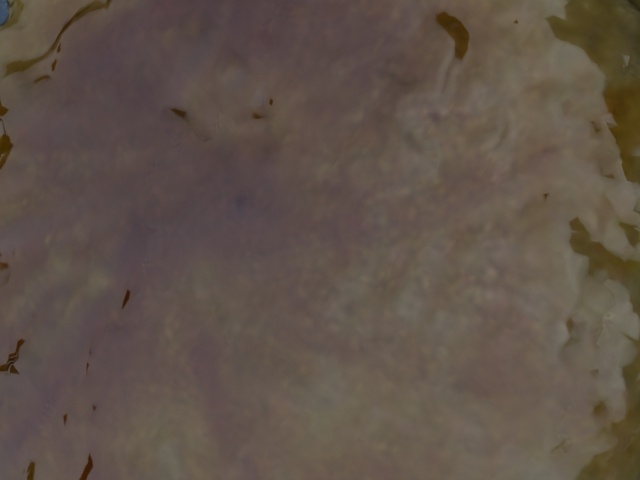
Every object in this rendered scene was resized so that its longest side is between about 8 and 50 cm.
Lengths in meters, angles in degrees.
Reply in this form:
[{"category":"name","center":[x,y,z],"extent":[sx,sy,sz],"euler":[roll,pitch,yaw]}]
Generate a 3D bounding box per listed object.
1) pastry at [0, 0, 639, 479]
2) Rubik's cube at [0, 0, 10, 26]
[{"category":"pastry","center":[0.000,0.000,0.631],"extent":[0.330,0.136,0.329],"euler":[-4,81,26]},{"category":"Rubik's cube","center":[-0.430,-0.219,1.741],"extent":[0.207,0.205,0.205],"euler":[47,157,30]}]
